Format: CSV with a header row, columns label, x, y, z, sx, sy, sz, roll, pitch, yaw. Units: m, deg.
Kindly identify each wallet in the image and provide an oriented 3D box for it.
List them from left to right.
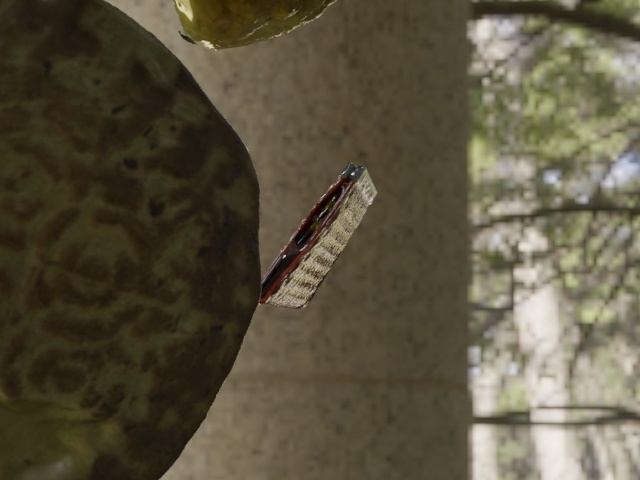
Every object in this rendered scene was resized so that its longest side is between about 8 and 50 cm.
label,x,y,z,sx,sy,sz,roll,pitch,yaw
wallet,0.000,0.000,1.065,0.020,0.103,0.196,34,1,5

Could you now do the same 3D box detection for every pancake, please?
label,x,y,z,sx,sy,sz,roll,pitch,yaw
pancake,-0.125,0.010,0.559,0.235,0.212,0.029,54,-4,-31

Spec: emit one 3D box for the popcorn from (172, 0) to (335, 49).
label,x,y,z,sx,sy,sz,roll,pitch,yaw
popcorn,-0.032,-0.270,1.154,0.290,0.326,0.321,22,30,27
